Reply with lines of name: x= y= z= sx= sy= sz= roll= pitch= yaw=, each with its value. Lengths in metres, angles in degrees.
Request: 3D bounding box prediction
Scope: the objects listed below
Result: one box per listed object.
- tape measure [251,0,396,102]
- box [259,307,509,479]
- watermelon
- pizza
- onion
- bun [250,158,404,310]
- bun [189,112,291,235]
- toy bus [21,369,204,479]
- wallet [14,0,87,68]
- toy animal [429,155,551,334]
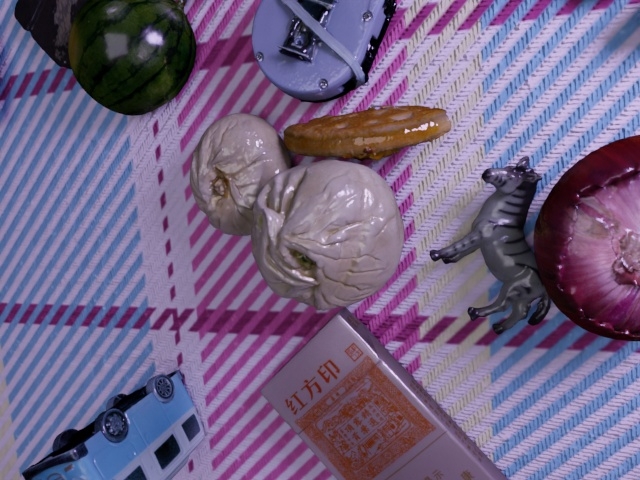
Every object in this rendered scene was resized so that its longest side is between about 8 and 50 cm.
tape measure: x=-0.004 y=-0.288 z=0.766 sx=0.181 sy=0.107 sz=0.181 roll=18 pitch=98 yaw=14
box: x=0.093 y=0.304 z=0.847 sx=0.365 sy=0.051 sz=0.204 roll=46 pitch=111 yaw=8
watermelon: x=-0.313 y=-0.314 z=0.866 sx=0.232 sy=0.127 sz=0.204 roll=-30 pitch=87 yaw=18
pizza: x=0.059 y=-0.145 z=0.765 sx=0.246 sy=0.127 sz=0.058 roll=-5 pitch=119 yaw=13
onion: x=0.371 y=-0.004 z=0.639 sx=0.247 sy=0.161 sz=0.248 roll=7 pitch=111 yaw=19
bun: x=0.000 y=0.000 z=0.762 sx=0.229 sy=0.145 sz=0.230 roll=11 pitch=120 yaw=19
bun: x=-0.130 y=-0.102 z=0.837 sx=0.164 sy=0.111 sz=0.188 roll=28 pitch=103 yaw=12
toy bus: x=-0.318 y=0.347 z=0.893 sx=0.133 sy=0.271 sz=0.165 roll=-28 pitch=91 yaw=22
wallet: x=-0.414 y=-0.471 z=0.923 sx=0.170 sy=0.044 sz=0.321 roll=44 pitch=111 yaw=7
toy animal: x=0.252 y=0.013 z=0.732 sx=0.176 sy=0.073 sz=0.217 roll=-33 pitch=89 yaw=25
